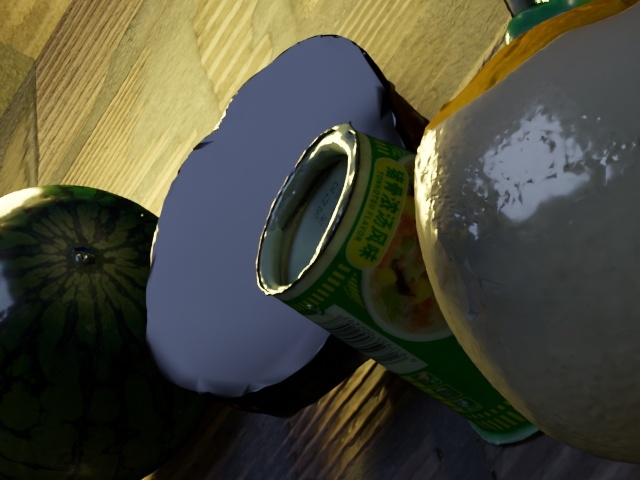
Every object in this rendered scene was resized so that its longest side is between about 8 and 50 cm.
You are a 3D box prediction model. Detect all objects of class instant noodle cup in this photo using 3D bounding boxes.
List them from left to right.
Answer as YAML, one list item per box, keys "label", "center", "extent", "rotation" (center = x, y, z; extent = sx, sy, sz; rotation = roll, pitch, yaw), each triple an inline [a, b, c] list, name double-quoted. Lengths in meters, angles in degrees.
- label: "instant noodle cup"
  center: [0.081, 0.026, 1.360]
  extent: [0.207, 0.233, 0.207]
  rotation: [-48, 27, 35]

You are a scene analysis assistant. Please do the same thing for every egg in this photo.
- label: "egg"
  center: [0.171, 0.007, 1.079]
  extent: [0.337, 0.201, 0.337]
  rotation: [43, 142, 48]

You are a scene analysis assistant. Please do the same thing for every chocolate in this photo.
- label: "chocolate"
  center: [0.000, 0.000, 1.582]
  extent: [0.225, 0.210, 0.340]
  rotation: [30, 94, 25]

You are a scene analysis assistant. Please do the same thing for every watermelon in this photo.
- label: "watermelon"
  center: [-0.274, 0.110, 1.894]
  extent: [0.363, 0.363, 0.363]
  rotation: [-47, 28, 35]

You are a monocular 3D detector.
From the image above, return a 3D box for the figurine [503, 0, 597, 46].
- label: "figurine"
  center: [0.265, -0.232, 1.240]
  extent: [0.323, 0.231, 0.340]
  rotation: [-45, 16, -9]
